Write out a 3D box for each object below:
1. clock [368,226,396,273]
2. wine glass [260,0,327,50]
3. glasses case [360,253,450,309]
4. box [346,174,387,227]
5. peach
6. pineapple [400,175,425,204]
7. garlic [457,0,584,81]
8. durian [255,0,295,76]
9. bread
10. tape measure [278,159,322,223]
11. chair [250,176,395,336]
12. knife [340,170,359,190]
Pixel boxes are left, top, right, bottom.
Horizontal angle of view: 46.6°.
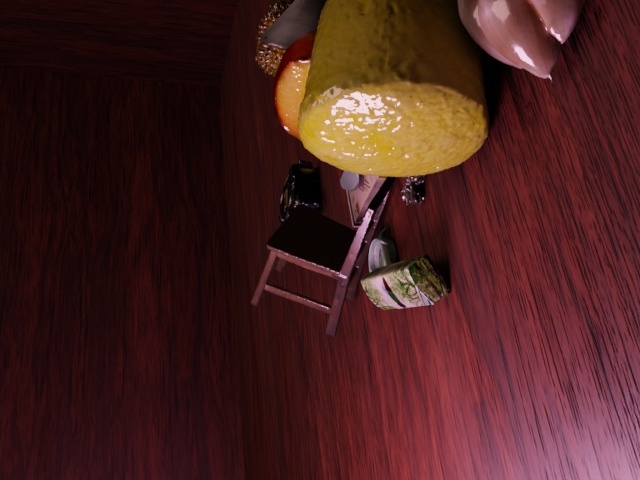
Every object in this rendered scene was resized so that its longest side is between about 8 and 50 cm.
[{"bbox_3d":[0.148,0.035,1.776,0.101,0.041,0.135,121,148,-59],"label":"clock"},{"bbox_3d":[0.006,-0.712,2.010,0.267,0.267,0.406,-120,41,-61],"label":"wine glass"},{"bbox_3d":[0.173,0.096,1.584,0.095,0.062,0.272,57,162,-2],"label":"glasses case"},{"bbox_3d":[0.120,-0.153,1.903,0.247,0.033,0.129,114,153,-53],"label":"box"},{"bbox_3d":[0.012,-0.376,1.852,0.338,0.281,0.281,-47,-40,-87],"label":"peach"},{"bbox_3d":[0.197,-0.156,1.597,0.074,0.074,0.159,-154,59,-72],"label":"pineapple"},{"bbox_3d":[0.307,-0.410,1.150,0.279,0.132,0.325,-153,70,-81],"label":"garlic"},{"bbox_3d":[-0.084,-0.646,2.328,0.258,0.258,0.293,-119,45,-60],"label":"durian"},{"bbox_3d":[0.137,-0.294,1.367,0.348,0.348,0.307,128,150,-63],"label":"bread"},{"bbox_3d":[-0.065,-0.134,2.399,0.186,0.112,0.199,125,149,-50],"label":"tape measure"},{"bbox_3d":[0.000,0.000,1.837,0.203,0.241,0.416,-53,-17,-50],"label":"chair"},{"bbox_3d":[0.082,-0.186,1.878,0.331,0.044,0.080,101,147,-69],"label":"knife"}]
